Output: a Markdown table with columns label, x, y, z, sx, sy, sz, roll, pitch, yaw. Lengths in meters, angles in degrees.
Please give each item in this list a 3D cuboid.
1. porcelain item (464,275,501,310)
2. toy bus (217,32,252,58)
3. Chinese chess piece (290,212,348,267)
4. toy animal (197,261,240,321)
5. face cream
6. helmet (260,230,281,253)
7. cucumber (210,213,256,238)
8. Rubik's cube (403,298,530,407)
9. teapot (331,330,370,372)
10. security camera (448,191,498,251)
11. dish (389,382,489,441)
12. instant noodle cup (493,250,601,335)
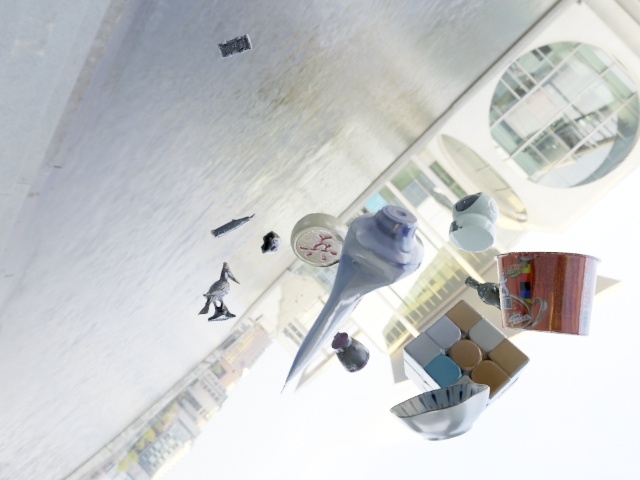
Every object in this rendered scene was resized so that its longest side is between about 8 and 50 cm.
| label | x | y | z | sx | sy | sz | roll | pitch | yaw |
| --- | --- | --- | --- | --- | --- | --- | --- | --- | --- |
| porcelain item | 0.551 | 0.172 | 1.308 | 0.081 | 0.216 | 0.069 | -54 | 140 | 2 |
| toy bus | -0.271 | -0.626 | 1.343 | 0.102 | 0.052 | 0.058 | -14 | -150 | 9 |
| Chinese chess piece | 0.000 | 0.000 | 1.716 | 0.250 | 0.250 | 0.103 | -44 | -157 | 38 |
| toy animal | -0.273 | 0.139 | 1.134 | 0.070 | 0.105 | 0.202 | -17 | -137 | 24 |
| face cream | 0.059 | 0.112 | 0.797 | 0.235 | 0.137 | 0.420 | -37 | 158 | -53 |
| helmet | -0.224 | 0.017 | 1.942 | 0.098 | 0.070 | 0.123 | -28 | -132 | 41 |
| cucumber | -0.298 | -0.054 | 1.438 | 0.163 | 0.039 | 0.043 | -31 | -174 | -28 |
| Rubik's cube | 0.581 | 0.520 | 1.719 | 0.344 | 0.347 | 0.346 | -35 | 147 | -13 |
| teapot | 0.107 | 0.397 | 1.550 | 0.116 | 0.146 | 0.148 | -27 | -156 | 28 |
| security camera | 0.651 | -0.094 | 1.758 | 0.236 | 0.194 | 0.194 | -65 | -170 | -29 |
| dish | 0.224 | 0.321 | 0.766 | 0.191 | 0.066 | 0.190 | -16 | 167 | -4 |
| instant noodle cup | 0.579 | 0.141 | 1.077 | 0.250 | 0.250 | 0.192 | 129 | -32 | -77 |
